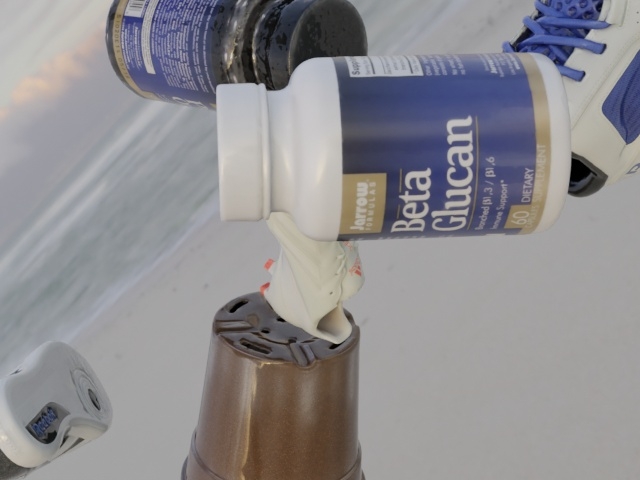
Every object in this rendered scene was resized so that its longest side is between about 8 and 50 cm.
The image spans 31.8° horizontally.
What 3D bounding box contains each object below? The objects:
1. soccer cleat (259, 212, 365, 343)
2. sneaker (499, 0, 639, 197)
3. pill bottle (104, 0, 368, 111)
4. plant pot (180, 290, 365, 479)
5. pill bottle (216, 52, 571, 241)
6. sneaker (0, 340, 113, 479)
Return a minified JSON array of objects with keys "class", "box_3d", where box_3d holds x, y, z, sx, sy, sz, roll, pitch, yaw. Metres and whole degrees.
[{"class":"soccer cleat","box_3d":[0.000,0.000,0.777,0.068,0.076,0.196,-45,-23,-29]},{"class":"sneaker","box_3d":[0.192,-0.150,0.774,0.182,0.315,0.127,-28,38,-19]},{"class":"pill bottle","box_3d":[-0.072,-0.168,0.953,0.219,0.123,0.123,16,59,41]},{"class":"plant pot","box_3d":[-0.034,0.143,0.971,0.167,0.167,0.165,-73,-10,-64]},{"class":"pill bottle","box_3d":[0.033,-0.047,0.570,0.094,0.169,0.094,178,90,-85]},{"class":"sneaker","box_3d":[-0.228,0.135,0.784,0.121,0.079,0.217,-31,-3,3]}]
